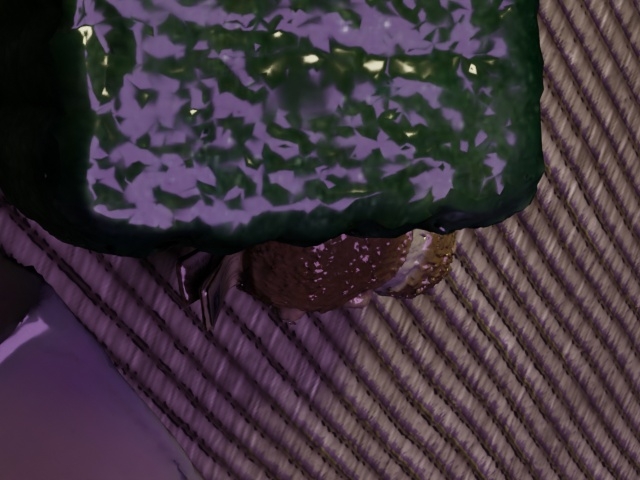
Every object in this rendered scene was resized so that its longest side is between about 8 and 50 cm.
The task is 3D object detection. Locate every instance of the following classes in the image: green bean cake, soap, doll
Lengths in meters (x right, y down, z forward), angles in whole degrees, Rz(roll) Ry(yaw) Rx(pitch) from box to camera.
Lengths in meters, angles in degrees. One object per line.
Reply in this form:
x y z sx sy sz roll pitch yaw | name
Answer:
-0.033 -0.152 0.965 0.300 0.169 0.307 -3 96 -26 | green bean cake
-0.214 0.198 1.032 0.296 0.107 0.285 -45 133 -18 | soap
-0.005 -0.005 1.124 0.221 0.105 0.115 -9 140 -33 | doll
